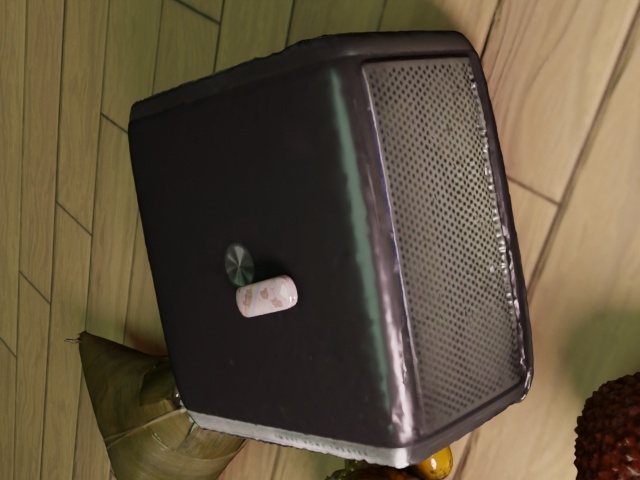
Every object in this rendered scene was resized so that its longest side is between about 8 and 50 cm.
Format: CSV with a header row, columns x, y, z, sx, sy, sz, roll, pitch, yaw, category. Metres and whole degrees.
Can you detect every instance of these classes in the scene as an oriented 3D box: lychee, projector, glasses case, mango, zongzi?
x,y,z,sx,sy,sz,roll,pitch,yaw,category
0.305,0.198,0.680,0.194,0.194,0.194,16,113,43,lychee
0.000,0.000,0.896,0.395,0.242,0.405,-5,98,48,projector
-0.053,0.054,0.773,0.083,0.021,0.032,-16,87,47,glasses case
0.114,0.254,0.987,0.114,0.057,0.079,25,129,45,mango
-0.243,0.206,1.268,0.418,0.181,0.447,54,132,21,zongzi

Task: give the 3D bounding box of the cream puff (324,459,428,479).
x,y,z,sx,sy,sz,roll,pitch,yaw,category
0.078,0.347,0.937,0.241,0.155,0.269,35,166,40,cream puff
